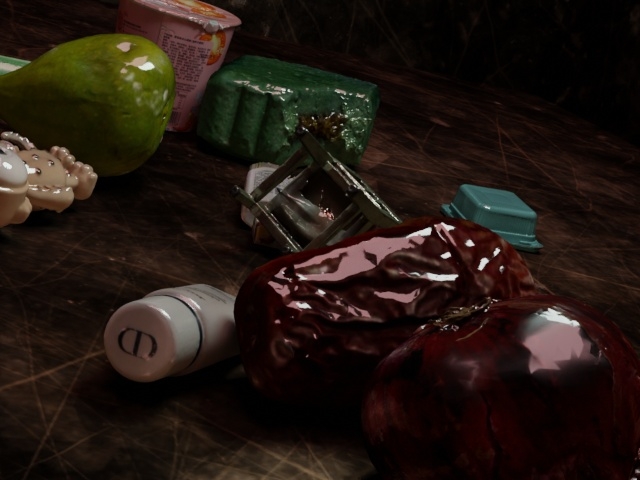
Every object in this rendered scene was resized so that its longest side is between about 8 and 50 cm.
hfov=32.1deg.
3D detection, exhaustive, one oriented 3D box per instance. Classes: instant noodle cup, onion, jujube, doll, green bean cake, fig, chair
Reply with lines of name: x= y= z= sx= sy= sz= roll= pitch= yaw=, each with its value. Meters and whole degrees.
instant noodle cup: x=0.318 y=-0.047 z=2.044 sx=0.157 sy=0.070 sz=0.179 roll=9 pitch=20 yaw=-16
onion: x=0.172 y=0.163 z=1.035 sx=0.281 sy=0.281 sz=0.221 roll=12 pitch=-25 yaw=-14
jujube: x=0.067 y=0.085 z=1.203 sx=0.342 sy=0.216 sz=0.216 roll=-6 pitch=27 yaw=-34
doll: x=-0.404 y=-0.083 z=1.432 sx=0.154 sy=0.119 sz=0.278 roll=32 pitch=18 yaw=10
green bean cake: x=-0.057 y=-0.234 z=2.123 sx=0.300 sy=0.169 sz=0.308 roll=16 pitch=18 yaw=6
instant noodle cup: x=-0.294 y=-0.345 z=2.140 sx=0.243 sy=0.231 sz=0.243 roll=15 pitch=18 yaw=-5
fig: x=-0.370 y=-0.223 z=1.722 sx=0.314 sy=0.233 sz=0.233 roll=19 pitch=17 yaw=25
chair: x=0.004 y=-0.036 z=1.582 sx=0.136 sy=0.147 sz=0.270 roll=49 pitch=5 yaw=21

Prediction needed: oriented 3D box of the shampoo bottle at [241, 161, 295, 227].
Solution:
shampoo bottle: x=-0.081 y=-0.070 z=1.775 sx=0.086 sy=0.056 sz=0.227 roll=15 pitch=17 yaw=-7

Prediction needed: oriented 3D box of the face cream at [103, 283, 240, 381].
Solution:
face cream: x=-0.130 y=0.092 z=1.215 sx=0.143 sy=0.089 sz=0.314 roll=21 pitch=7 yaw=15

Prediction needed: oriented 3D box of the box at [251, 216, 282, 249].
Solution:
box: x=0.000 y=0.000 z=1.657 sx=0.207 sy=0.041 sz=0.050 roll=13 pitch=15 yaw=-12

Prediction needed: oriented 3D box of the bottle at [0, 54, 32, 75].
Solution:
bottle: x=-0.434 y=-0.251 z=1.956 sx=0.330 sy=0.093 sz=0.093 roll=13 pitch=18 yaw=-11
